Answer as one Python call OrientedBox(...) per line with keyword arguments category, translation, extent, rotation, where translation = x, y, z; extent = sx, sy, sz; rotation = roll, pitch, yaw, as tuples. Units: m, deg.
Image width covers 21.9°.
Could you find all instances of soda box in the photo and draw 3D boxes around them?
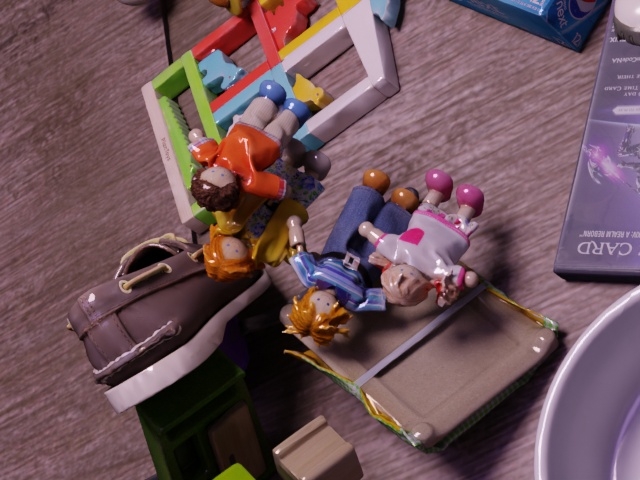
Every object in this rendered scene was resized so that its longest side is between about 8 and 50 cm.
OrientedBox(category="soda box", translation=(0.153, -0.238, 1.458), extent=(0.210, 0.071, 0.067), rotation=(30, 89, 43))

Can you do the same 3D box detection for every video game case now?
OrientedBox(category="video game case", translation=(0.299, -0.096, 1.305), extent=(0.196, 0.026, 0.274), rotation=(2, 70, 39))

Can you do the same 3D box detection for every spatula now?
OrientedBox(category="spatula", translation=(-0.022, 0.051, 1.478), extent=(0.296, 0.030, 0.084), rotation=(-40, 41, 15))

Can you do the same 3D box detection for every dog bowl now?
OrientedBox(category="dog bowl", translation=(0.286, 0.151, 1.136), extent=(0.265, 0.104, 0.264), rotation=(-17, 59, 31))

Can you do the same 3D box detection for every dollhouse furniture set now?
OrientedBox(category="dollhouse furniture set", translation=(0.031, 0.150, 1.364), extent=(0.301, 0.151, 0.197), rotation=(-35, 51, -19))

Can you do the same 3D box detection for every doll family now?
OrientedBox(category="doll family", translation=(0.000, 0.000, 1.344), extent=(0.263, 0.118, 0.163), rotation=(27, 50, 8))

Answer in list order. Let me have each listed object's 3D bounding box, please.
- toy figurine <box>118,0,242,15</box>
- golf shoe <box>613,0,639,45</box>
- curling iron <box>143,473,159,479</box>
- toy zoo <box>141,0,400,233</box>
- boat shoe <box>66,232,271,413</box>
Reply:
OrientedBox(category="toy figurine", translation=(-0.150, -0.332, 1.643), extent=(0.210, 0.213, 0.148), rotation=(16, 59, 39))
OrientedBox(category="golf shoe", translation=(0.308, -0.274, 1.297), extent=(0.273, 0.120, 0.105), rotation=(-52, 44, -6))
OrientedBox(category="curling iron", translation=(-0.193, 0.267, 1.503), extent=(0.274, 0.035, 0.068), rotation=(-38, 54, 18))
OrientedBox(category="toy zoo", translation=(-0.038, -0.160, 1.597), extent=(0.293, 0.030, 0.192), rotation=(-36, 51, 19))
OrientedBox(category="boat shoe", translation=(-0.126, 0.045, 1.394), extent=(0.117, 0.324, 0.096), rotation=(-32, 96, 17))
